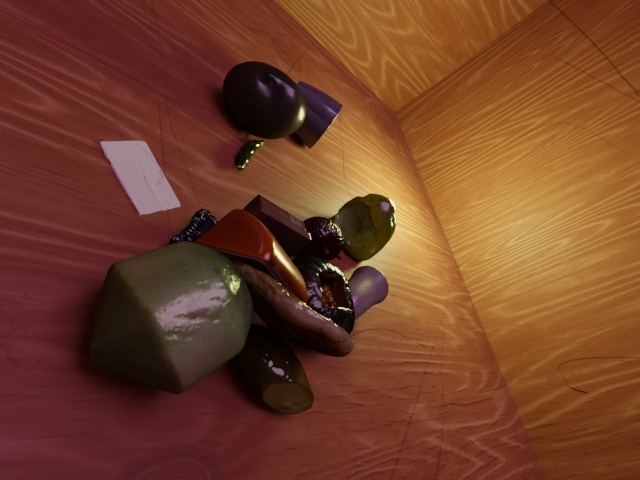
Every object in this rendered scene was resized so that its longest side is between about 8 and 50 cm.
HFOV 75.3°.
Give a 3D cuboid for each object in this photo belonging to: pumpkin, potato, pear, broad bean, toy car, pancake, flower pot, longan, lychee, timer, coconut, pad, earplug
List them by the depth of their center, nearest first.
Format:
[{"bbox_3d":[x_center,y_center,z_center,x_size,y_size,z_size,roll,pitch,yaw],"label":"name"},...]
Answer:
[{"bbox_3d":[-0.313,0.158,0.867,0.328,0.281,0.329,10,70,-30],"label":"coconut"},{"bbox_3d":[-0.088,0.183,1.041,0.387,0.386,0.082,44,66,-25],"label":"pancake"},{"bbox_3d":[-0.120,0.349,1.111,0.298,0.141,0.176,48,17,-15],"label":"potato"},{"bbox_3d":[-0.161,0.064,1.113,0.250,0.161,0.257,28,-21,39],"label":"timer"},{"bbox_3d":[-0.354,-0.001,1.163,0.103,0.063,0.216,49,39,-19],"label":"toy car"},{"bbox_3d":[-0.501,-0.181,1.165,0.232,0.004,0.156,60,29,2],"label":"pad"},{"bbox_3d":[-0.022,0.197,1.351,0.320,0.192,0.321,32,40,-31],"label":"pumpkin"},{"bbox_3d":[-0.008,-0.002,1.575,0.194,0.194,0.195,37,36,-33],"label":"lychee"},{"bbox_3d":[0.128,0.228,1.603,0.173,0.172,0.301,59,36,1],"label":"earplug"},{"bbox_3d":[-0.280,-0.346,1.610,0.060,0.043,0.298,56,27,-24],"label":"broad bean"},{"bbox_3d":[-0.223,-0.558,1.669,0.350,0.288,0.289,28,41,-29],"label":"longan"},{"bbox_3d":[0.218,-0.078,1.881,0.287,0.281,0.176,62,21,6],"label":"pear"},{"bbox_3d":[-0.065,-0.620,2.014,0.243,0.265,0.265,35,35,-11],"label":"flower pot"}]

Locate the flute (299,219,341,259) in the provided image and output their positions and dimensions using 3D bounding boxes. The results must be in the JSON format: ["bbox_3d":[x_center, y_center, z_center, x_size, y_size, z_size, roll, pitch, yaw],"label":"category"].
[{"bbox_3d":[0.000,0.000,1.745,0.269,0.014,0.014,42,34,-27],"label":"flute"}]

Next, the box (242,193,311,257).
[{"bbox_3d":[-0.177,-0.014,1.290,0.215,0.215,0.086,30,31,-39],"label":"box"}]
